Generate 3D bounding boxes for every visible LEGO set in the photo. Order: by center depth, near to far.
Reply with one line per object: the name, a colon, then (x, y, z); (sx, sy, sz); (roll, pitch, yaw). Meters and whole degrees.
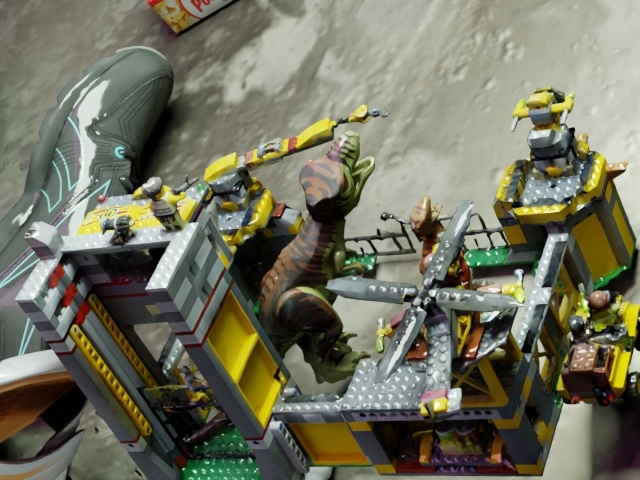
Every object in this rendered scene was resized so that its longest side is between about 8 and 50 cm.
LEGO set: (0.000, 0.000, 0.822); (0.331, 0.192, 0.255); (1, 45, 35)

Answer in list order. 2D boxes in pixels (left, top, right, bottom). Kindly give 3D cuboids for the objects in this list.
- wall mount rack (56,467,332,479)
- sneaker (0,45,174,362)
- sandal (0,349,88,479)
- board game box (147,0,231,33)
wall mount rack: (-0.126, 0.234, 0.846); (0.350, 0.130, 0.304); (-7, 20, 28)
sneaker: (-0.163, -0.011, 1.051); (0.106, 0.101, 0.267); (25, 76, 17)
sandal: (-0.195, 0.127, 0.921); (0.265, 0.102, 0.076); (-38, 66, 61)
board game box: (-0.051, -0.263, 1.151); (0.193, 0.045, 0.146); (-28, 51, 15)
